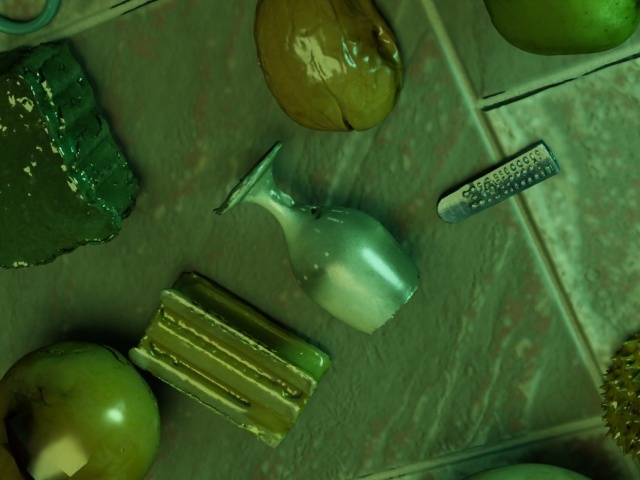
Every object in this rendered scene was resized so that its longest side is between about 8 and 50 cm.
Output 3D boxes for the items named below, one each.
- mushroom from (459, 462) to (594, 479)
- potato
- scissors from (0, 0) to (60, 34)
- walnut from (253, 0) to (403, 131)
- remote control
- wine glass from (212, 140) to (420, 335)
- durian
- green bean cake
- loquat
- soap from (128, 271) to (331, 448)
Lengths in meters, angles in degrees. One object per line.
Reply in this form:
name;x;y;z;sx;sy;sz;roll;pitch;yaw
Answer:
mushroom;0.257;0.459;1.795;0.362;0.294;0.362;6;119;11
potato;0.237;-0.330;1.439;0.215;0.216;0.304;-10;124;20
scissors;-0.225;-0.354;1.652;0.447;0.029;0.193;-8;115;20
walnut;-0.004;-0.202;1.639;0.167;0.087;0.211;-20;110;28
remote control;0.202;-0.066;1.690;0.152;0.027;0.043;-26;102;24
wine glass;0.000;0.000;1.724;0.241;0.126;0.126;42;120;-7
durian;0.430;0.196;1.709;0.183;0.138;0.250;27;127;-9
green bean cake;-0.371;-0.098;1.771;0.241;0.132;0.255;-17;114;23
loquat;-0.318;0.242;1.880;0.235;0.235;0.235;7;119;12
soap;-0.115;0.150;1.863;0.233;0.076;0.135;30;121;0
